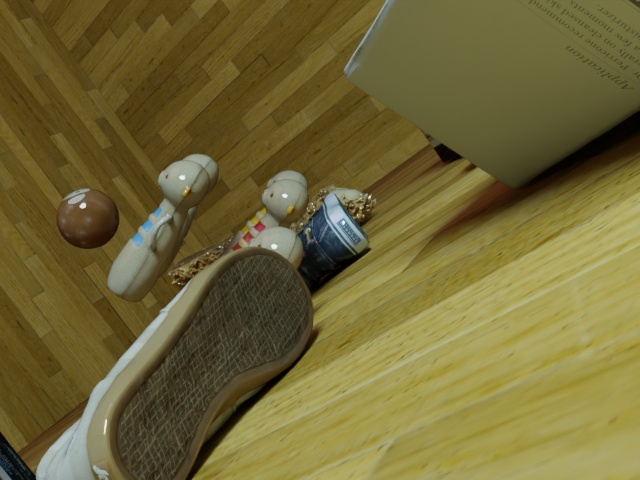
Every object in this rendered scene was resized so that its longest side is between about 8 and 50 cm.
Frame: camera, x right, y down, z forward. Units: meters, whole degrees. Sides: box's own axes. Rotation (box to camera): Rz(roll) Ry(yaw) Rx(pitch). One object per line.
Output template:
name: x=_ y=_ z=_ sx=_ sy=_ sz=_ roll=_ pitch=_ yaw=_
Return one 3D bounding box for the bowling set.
bowling set: x=-0.115 y=-0.020 z=0.682 sx=0.154 sy=0.200 sz=0.287 roll=-58 pitch=12 yaw=6

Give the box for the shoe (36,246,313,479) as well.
shoe: x=-0.069 y=0.065 z=0.429 sx=0.058 sy=0.076 sz=0.219 roll=-29 pitch=8 yaw=30

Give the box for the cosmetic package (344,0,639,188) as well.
cosmetic package: x=0.146 y=-0.177 z=0.411 sx=0.224 sy=0.138 sz=0.224 roll=-58 pitch=5 yaw=-17

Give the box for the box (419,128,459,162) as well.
box: x=0.216 y=-0.237 z=1.090 sx=0.203 sy=0.168 sz=0.167 roll=-37 pitch=1 yaw=-1

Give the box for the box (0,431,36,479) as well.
box: x=-0.237 y=0.170 z=0.374 sx=0.169 sy=0.087 sz=0.290 roll=-37 pitch=8 yaw=-16

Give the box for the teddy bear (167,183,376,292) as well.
teddy bear: x=-0.061 y=0.016 z=1.217 sx=0.338 sy=0.113 sz=0.245 roll=-29 pitch=8 yaw=-15

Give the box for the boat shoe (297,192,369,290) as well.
boat shoe: x=0.000 y=0.000 z=0.829 sx=0.083 sy=0.065 sz=0.183 roll=-37 pitch=3 yaw=5
